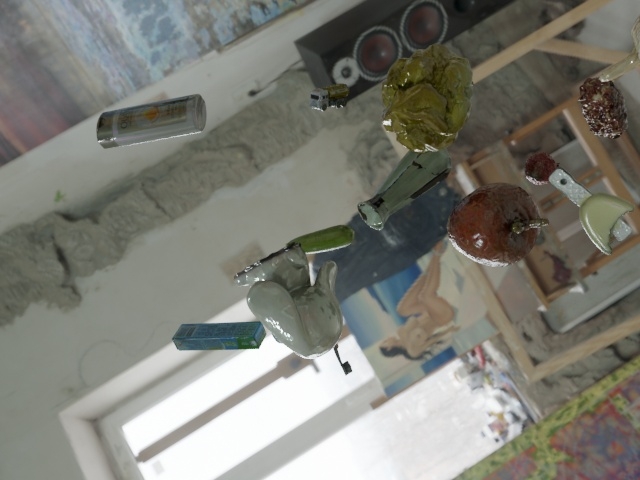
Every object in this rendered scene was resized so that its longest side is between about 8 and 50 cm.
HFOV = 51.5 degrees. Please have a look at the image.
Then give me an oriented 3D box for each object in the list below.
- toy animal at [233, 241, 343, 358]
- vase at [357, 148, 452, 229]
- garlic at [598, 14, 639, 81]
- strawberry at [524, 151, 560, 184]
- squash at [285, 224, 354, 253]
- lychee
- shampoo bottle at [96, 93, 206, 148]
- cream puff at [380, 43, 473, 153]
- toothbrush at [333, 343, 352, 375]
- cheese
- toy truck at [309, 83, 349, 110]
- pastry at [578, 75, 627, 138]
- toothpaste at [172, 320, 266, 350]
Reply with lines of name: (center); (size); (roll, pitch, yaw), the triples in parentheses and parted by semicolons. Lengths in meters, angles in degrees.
toy animal: (-0.051, 0.134, 1.613); (0.289, 0.249, 0.174); (46, 146, -6)
vase: (0.286, -0.189, 2.236); (0.165, 0.360, 0.165); (39, 157, 20)
garlic: (0.715, -0.401, 1.432); (0.226, 0.199, 0.199); (-27, 95, 45)
strawberry: (0.644, -0.211, 1.949); (0.106, 0.106, 0.106); (58, 174, 9)
squash: (0.000, 0.000, 1.883); (0.066, 0.201, 0.066); (169, 90, -88)
lychee: (0.496, -0.040, 1.855); (0.300, 0.255, 0.255); (26, 149, 55)
shampoo bottle: (-0.352, -0.247, 1.379); (0.056, 0.227, 0.086); (61, -154, -57)
cream puff: (0.286, -0.428, 1.964); (0.291, 0.257, 0.325); (-11, 73, 63)
toothbrush: (0.039, 0.281, 1.884); (0.023, 0.031, 0.321); (49, 165, 50)
cheese: (0.639, -0.083, 1.572); (0.235, 0.127, 0.049); (42, -154, 9)
toy truck: (0.025, -0.404, 1.861); (0.052, 0.123, 0.063); (23, 123, 42)
pastry: (0.796, -0.374, 1.856); (0.097, 0.115, 0.208); (1, 150, 40)
toothpaste: (-0.283, 0.266, 1.837); (0.065, 0.266, 0.050); (-62, -39, -51)
